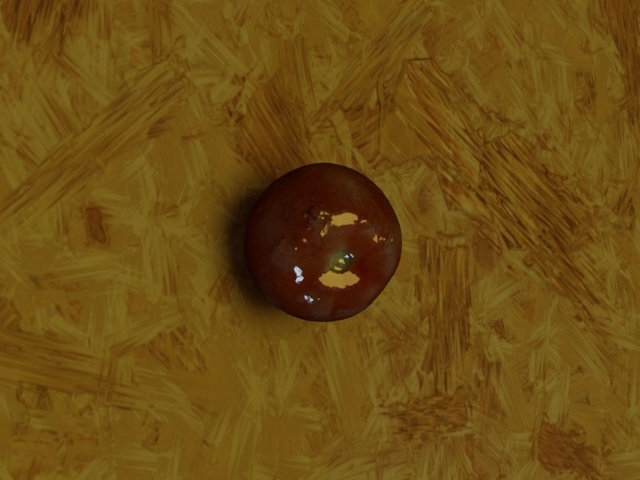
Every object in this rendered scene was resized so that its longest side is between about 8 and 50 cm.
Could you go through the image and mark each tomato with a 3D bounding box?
[{"bbox_3d":[0.000,0.000,1.999,0.208,0.184,0.208,-6,110,-16],"label":"tomato"}]
